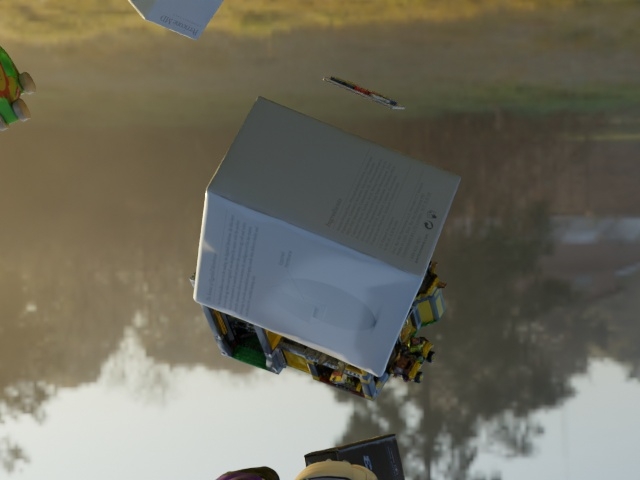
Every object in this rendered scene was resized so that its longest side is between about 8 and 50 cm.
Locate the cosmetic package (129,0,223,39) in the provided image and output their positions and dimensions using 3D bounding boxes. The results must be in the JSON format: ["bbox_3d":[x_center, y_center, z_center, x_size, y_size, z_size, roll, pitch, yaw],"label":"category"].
[{"bbox_3d":[-0.185,-0.433,1.943,0.117,0.231,0.085,15,-153,-48],"label":"cosmetic package"}]

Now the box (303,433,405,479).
[{"bbox_3d":[0.082,0.489,2.153,0.073,0.295,0.293,-15,170,20],"label":"box"}]

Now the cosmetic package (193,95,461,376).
[{"bbox_3d":[0.000,0.000,1.312,0.225,0.138,0.224,21,148,3],"label":"cosmetic package"}]

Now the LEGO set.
[{"bbox_3d":[-0.007,0.054,1.655,0.331,0.192,0.255,24,-122,33],"label":"LEGO set"}]

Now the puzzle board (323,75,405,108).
[{"bbox_3d":[0.076,-0.250,2.134,0.128,0.011,0.096,25,-168,13],"label":"puzzle board"}]

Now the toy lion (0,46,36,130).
[{"bbox_3d":[-0.330,-0.169,1.286,0.034,0.096,0.100,-22,-148,8],"label":"toy lion"}]

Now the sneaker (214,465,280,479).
[{"bbox_3d":[-0.168,0.416,1.880,0.293,0.102,0.146,-30,-173,31],"label":"sneaker"}]

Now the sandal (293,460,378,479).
[{"bbox_3d":[0.004,0.288,1.352,0.102,0.076,0.265,-31,-167,9],"label":"sandal"}]
